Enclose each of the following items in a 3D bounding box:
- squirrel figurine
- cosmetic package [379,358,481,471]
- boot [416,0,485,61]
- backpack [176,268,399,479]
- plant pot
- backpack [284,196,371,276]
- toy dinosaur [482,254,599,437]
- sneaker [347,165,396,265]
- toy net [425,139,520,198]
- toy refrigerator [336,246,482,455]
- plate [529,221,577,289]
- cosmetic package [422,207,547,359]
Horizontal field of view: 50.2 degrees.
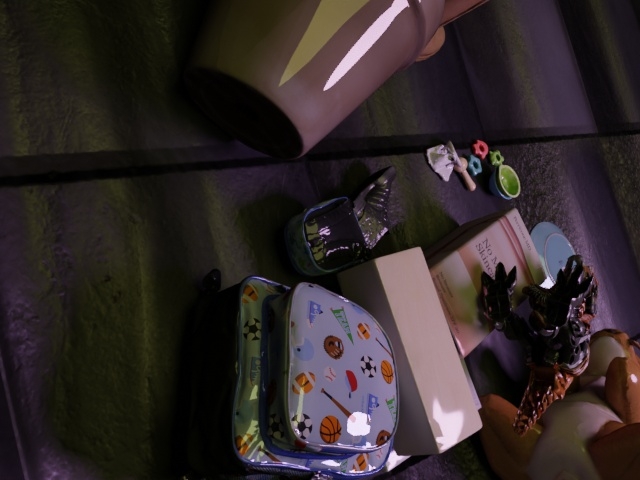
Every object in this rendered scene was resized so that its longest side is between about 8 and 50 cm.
[{"bbox_3d":[0.497,0.360,1.232,0.370,0.281,0.397,-35,114,-52],"label":"squirrel figurine"},{"bbox_3d":[0.145,0.259,1.053,0.239,0.060,0.099,-16,84,-42],"label":"cosmetic package"},{"bbox_3d":[0.227,-0.403,1.189,0.236,0.269,0.089,-23,92,-42],"label":"boot"},{"bbox_3d":[-0.020,0.182,0.852,0.263,0.213,0.276,28,56,-43],"label":"backpack"},{"bbox_3d":[-0.033,-0.276,0.939,0.323,0.323,0.280,38,72,-25],"label":"plant pot"},{"bbox_3d":[0.000,0.000,0.995,0.114,0.084,0.105,-22,94,-46],"label":"backpack"},{"bbox_3d":[0.367,0.146,1.058,0.218,0.164,0.322,54,32,-34],"label":"toy dinosaur"},{"bbox_3d":[0.085,-0.044,1.108,0.170,0.051,0.089,-44,106,-35],"label":"sneaker"},{"bbox_3d":[0.297,-0.155,1.323,0.232,0.045,0.122,15,67,-36],"label":"toy net"},{"bbox_3d":[0.122,0.156,0.968,0.102,0.094,0.269,-14,82,-42],"label":"toy refrigerator"},{"bbox_3d":[0.504,0.048,1.450,0.188,0.024,0.188,15,66,-37],"label":"plate"},{"bbox_3d":[0.239,0.073,1.146,0.296,0.129,0.153,-32,97,-42],"label":"cosmetic package"}]
